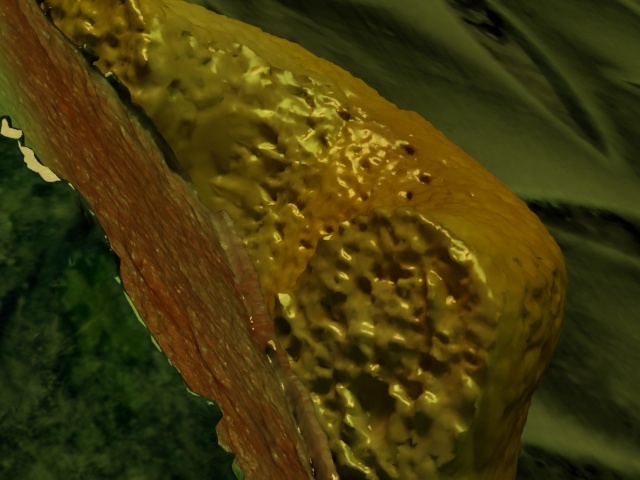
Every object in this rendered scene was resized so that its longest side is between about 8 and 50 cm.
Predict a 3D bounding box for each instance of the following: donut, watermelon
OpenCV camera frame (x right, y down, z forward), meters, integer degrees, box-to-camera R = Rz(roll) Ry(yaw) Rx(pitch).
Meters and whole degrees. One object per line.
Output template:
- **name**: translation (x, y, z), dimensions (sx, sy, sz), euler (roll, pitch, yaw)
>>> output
- **donut**: translation (-0.001, -0.002, 0.722), dimensions (0.259, 0.101, 0.152), euler (36, 17, 29)
- **watermelon**: translation (-0.070, 0.025, 0.524), dimensions (0.318, 0.148, 0.226), euler (41, 18, 24)
